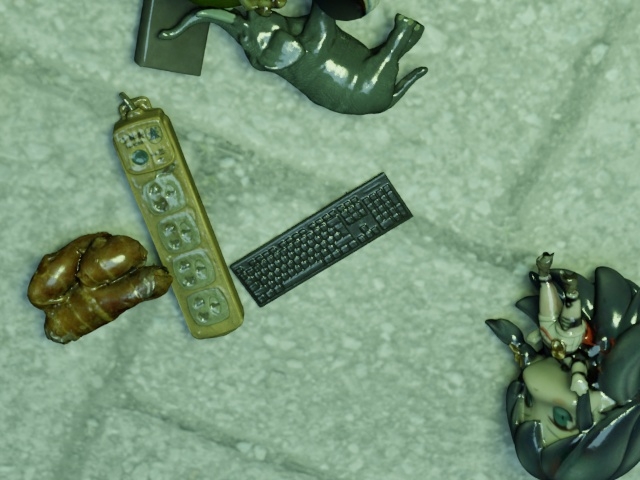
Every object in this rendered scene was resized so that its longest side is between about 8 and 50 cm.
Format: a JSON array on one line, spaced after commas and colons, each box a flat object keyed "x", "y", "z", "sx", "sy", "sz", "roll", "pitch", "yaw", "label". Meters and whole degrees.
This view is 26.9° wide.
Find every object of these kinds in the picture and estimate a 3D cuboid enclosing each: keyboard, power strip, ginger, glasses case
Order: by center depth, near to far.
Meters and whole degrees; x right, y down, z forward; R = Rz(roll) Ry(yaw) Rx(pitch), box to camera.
[{"x": -0.139, "y": -0.264, "z": 1.354, "sx": 0.072, "sy": 0.042, "sz": 0.190, "roll": 6, "pitch": 111, "yaw": -17, "label": "glasses case"}, {"x": -0.155, "y": -0.020, "z": 1.448, "sx": 0.064, "sy": 0.044, "sz": 0.305, "roll": -18, "pitch": 111, "yaw": 5, "label": "power strip"}, {"x": -0.246, "y": 0.041, "z": 1.453, "sx": 0.162, "sy": 0.073, "sz": 0.103, "roll": -25, "pitch": 112, "yaw": 14, "label": "ginger"}, {"x": 0.000, "y": 0.000, "z": 1.481, "sx": 0.202, "sy": 0.011, "sz": 0.067, "roll": -31, "pitch": 111, "yaw": 9, "label": "keyboard"}]

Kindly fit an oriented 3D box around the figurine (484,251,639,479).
[{"x": 0.293, "y": 0.143, "z": 1.472, "sx": 0.197, "sy": 0.175, "sz": 0.265, "roll": 10, "pitch": 118, "yaw": -12, "label": "figurine"}]

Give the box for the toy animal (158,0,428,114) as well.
[{"x": -0.014, "y": -0.214, "z": 1.354, "sx": 0.269, "sy": 0.082, "sz": 0.137, "roll": 21, "pitch": 106, "yaw": -15, "label": "toy animal"}]

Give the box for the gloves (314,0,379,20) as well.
[{"x": 0.058, "y": -0.310, "z": 1.278, "sx": 0.097, "sy": 0.229, "sz": 0.119, "roll": 12, "pitch": 156, "yaw": 9, "label": "gloves"}]

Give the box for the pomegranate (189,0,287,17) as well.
[{"x": -0.079, "y": -0.284, "z": 1.225, "sx": 0.180, "sy": 0.209, "sz": 0.180, "roll": -13, "pitch": 139, "yaw": -12, "label": "pomegranate"}]
